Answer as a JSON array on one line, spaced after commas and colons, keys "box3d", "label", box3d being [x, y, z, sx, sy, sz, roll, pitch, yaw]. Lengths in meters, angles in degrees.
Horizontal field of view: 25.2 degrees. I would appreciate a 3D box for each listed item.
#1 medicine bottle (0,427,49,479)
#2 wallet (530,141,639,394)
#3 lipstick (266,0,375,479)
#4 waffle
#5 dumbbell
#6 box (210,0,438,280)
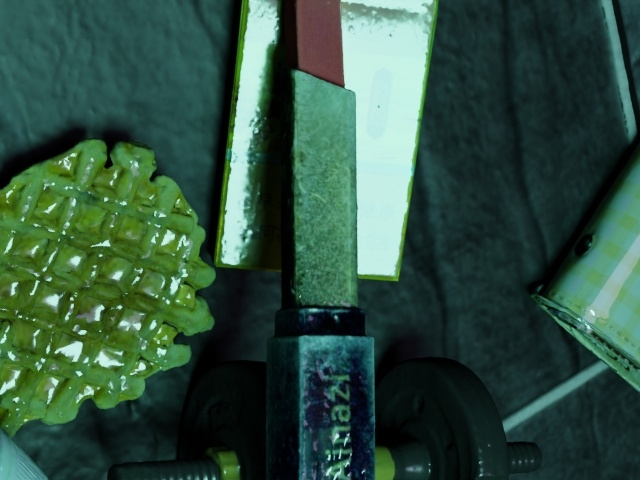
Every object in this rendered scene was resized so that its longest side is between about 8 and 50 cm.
[{"box3d": [-0.256, 0.100, 0.753, 0.139, 0.139, 0.225, -43, 122, -12], "label": "medicine bottle"}, {"box3d": [0.316, -0.027, 1.103, 0.223, 0.077, 0.309, 37, 85, -31], "label": "wallet"}, {"box3d": [0.000, 0.000, 0.823, 0.051, 0.051, 0.312, 3, 84, -24], "label": "lipstick"}, {"box3d": [-0.150, 0.032, 0.852, 0.183, 0.036, 0.169, -28, 120, -14], "label": "waffle"}, {"box3d": [0.015, 0.148, 0.932, 0.326, 0.143, 0.143, 2, 105, -31], "label": "dumbbell"}, {"box3d": [0.001, -0.074, 0.892, 0.121, 0.030, 0.193, 5, 103, -11], "label": "box"}]
